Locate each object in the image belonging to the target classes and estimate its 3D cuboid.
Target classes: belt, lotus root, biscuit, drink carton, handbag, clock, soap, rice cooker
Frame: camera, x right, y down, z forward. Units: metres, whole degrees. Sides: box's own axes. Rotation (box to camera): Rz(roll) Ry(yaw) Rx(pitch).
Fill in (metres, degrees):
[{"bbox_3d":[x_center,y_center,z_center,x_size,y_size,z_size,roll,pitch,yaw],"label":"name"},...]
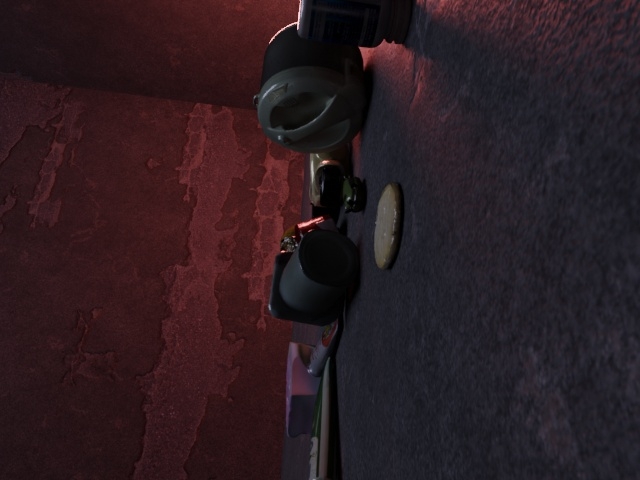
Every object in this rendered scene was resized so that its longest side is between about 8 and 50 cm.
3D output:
[{"bbox_3d":[0.000,0.000,1.439,0.201,0.124,0.127,109,141,-77],"label":"belt"},{"bbox_3d":[-0.061,0.012,1.659,0.278,0.154,0.153,-24,-56,-67],"label":"lotus root"},{"bbox_3d":[0.111,-0.026,0.850,0.152,0.020,0.151,-175,90,-84],"label":"biscuit"},{"bbox_3d":[-0.004,0.075,1.183,0.189,0.191,0.185,120,160,-52],"label":"drink carton"},{"bbox_3d":[0.075,-0.108,1.160,0.072,0.047,0.111,103,169,-45],"label":"handbag"},{"bbox_3d":[0.017,-0.195,1.528,0.379,0.120,0.276,116,156,-75],"label":"clock"},{"bbox_3d":[-0.046,0.423,1.524,0.324,0.109,0.192,-108,25,-78],"label":"soap"},{"bbox_3d":[-0.018,-0.387,1.310,0.288,0.289,0.276,105,168,-57],"label":"rice cooker"}]

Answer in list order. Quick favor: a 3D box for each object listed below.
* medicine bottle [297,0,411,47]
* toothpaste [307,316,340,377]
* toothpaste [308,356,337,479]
[{"bbox_3d":[0.058,-0.406,0.905,0.107,0.192,0.106,-174,90,-85],"label":"medicine bottle"},{"bbox_3d":[0.019,0.273,1.343,0.089,0.057,0.234,-81,9,-53],"label":"toothpaste"},{"bbox_3d":[0.010,0.445,1.186,0.392,0.061,0.098,-85,8,-58],"label":"toothpaste"}]
